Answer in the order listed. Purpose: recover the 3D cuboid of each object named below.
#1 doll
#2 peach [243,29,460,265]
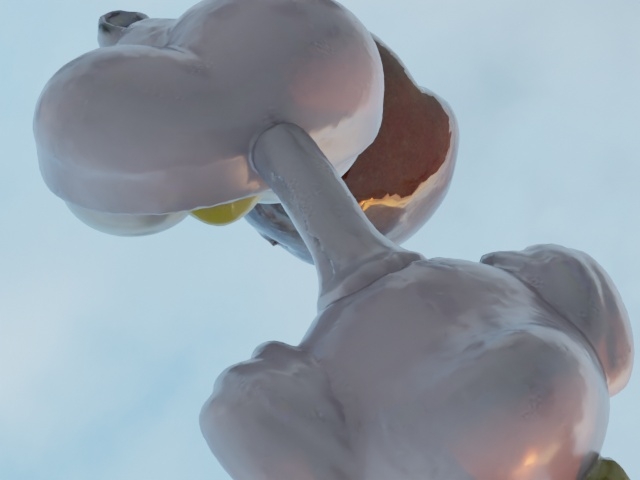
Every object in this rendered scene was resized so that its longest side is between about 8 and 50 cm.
[{"bbox_3d":[0.000,-0.001,0.447,0.160,0.094,0.365,-22,-135,-22],"label":"doll"},{"bbox_3d":[0.017,-0.092,1.238,0.252,0.252,0.252,8,-117,-16],"label":"peach"}]
